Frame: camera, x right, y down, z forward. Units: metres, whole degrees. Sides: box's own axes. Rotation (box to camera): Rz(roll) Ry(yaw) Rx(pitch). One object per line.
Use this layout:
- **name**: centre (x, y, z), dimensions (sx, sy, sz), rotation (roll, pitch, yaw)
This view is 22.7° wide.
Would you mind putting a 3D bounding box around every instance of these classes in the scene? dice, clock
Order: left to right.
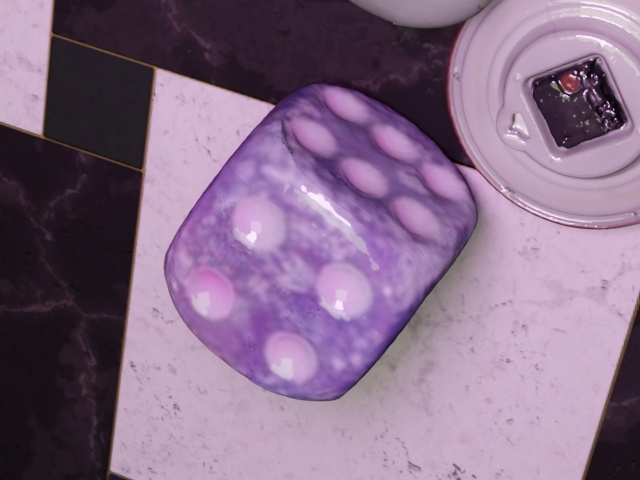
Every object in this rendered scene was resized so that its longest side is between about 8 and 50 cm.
- **dice**: centre (0.000, 0.000, 1.849), dimensions (0.270, 0.270, 0.271), rotation (38, 123, 1)
- **clock**: centre (0.290, -0.157, 1.759), dimensions (0.318, 0.080, 0.318), rotation (10, 119, 18)

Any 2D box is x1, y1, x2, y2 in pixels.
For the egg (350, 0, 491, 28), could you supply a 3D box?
- **egg**: centre (0.075, -0.346, 1.681), dimensions (0.282, 0.203, 0.203), rotation (46, 124, -7)
